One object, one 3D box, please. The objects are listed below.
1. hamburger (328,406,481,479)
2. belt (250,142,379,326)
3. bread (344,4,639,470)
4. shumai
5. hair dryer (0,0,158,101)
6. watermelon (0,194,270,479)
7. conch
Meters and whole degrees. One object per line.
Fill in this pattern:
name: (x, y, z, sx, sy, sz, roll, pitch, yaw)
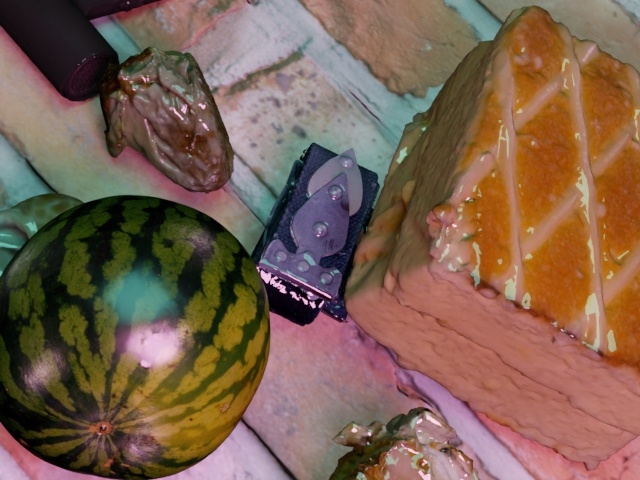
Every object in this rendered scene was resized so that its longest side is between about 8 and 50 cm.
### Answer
hamburger: (0.093, 0.308, 1.495, 0.168, 0.192, 0.288, -34, 91, -23)
belt: (-0.001, -0.001, 1.706, 0.128, 0.122, 0.218, 26, 55, -7)
bread: (0.253, 0.000, 1.644, 0.371, 0.279, 0.390, 28, 54, -12)
shumai: (-0.186, -0.131, 1.743, 0.142, 0.184, 0.184, -19, 61, 2)
hair dryer: (-0.272, -0.293, 1.860, 0.251, 0.089, 0.197, -28, 67, -35)
watermelon: (-0.188, 0.097, 1.497, 0.285, 0.285, 0.285, 7, 56, -10)
conch: (-0.296, 0.007, 1.641, 0.173, 0.106, 0.116, -23, 73, -10)
